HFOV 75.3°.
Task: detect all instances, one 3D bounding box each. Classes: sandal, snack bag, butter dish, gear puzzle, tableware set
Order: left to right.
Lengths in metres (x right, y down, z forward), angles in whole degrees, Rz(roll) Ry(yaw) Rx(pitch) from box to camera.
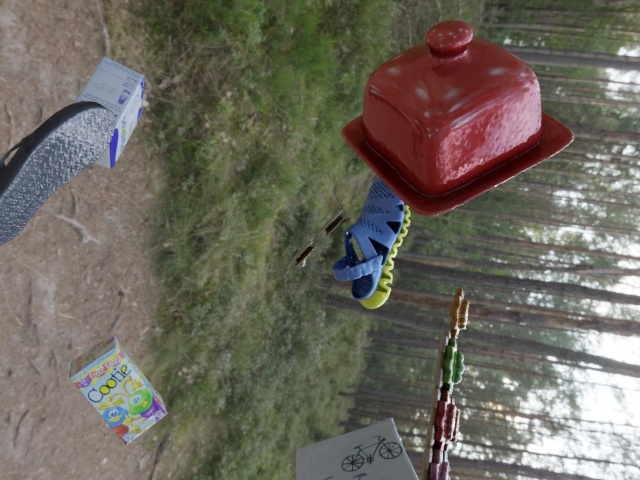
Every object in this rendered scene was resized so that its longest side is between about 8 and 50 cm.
[{"bbox_3d":[-0.388,-0.099,0.557,0.254,0.054,0.097,-45,171,-2],"label":"sandal"},{"bbox_3d":[0.000,0.000,1.004,0.194,0.039,0.128,-46,-178,13],"label":"tableware set"},{"bbox_3d":[0.082,0.624,1.095,0.342,0.323,0.037,-117,-170,-78],"label":"snack bag"},{"bbox_3d":[0.116,-0.006,0.977,0.126,0.138,0.317,-6,-112,56],"label":"sandal"},{"bbox_3d":[0.108,-0.125,0.354,0.160,0.160,0.118,57,-8,39],"label":"butter dish"},{"bbox_3d":[0.211,0.241,0.660,0.175,0.044,0.338,53,47,-56],"label":"gear puzzle"}]

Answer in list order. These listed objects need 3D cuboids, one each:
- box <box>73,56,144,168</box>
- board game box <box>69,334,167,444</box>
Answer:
[{"bbox_3d":[-0.369,-0.217,0.721,0.126,0.072,0.137,-35,-144,60],"label":"box"},{"bbox_3d":[-0.622,0.456,1.285,0.144,0.142,0.275,10,-49,61],"label":"board game box"}]
